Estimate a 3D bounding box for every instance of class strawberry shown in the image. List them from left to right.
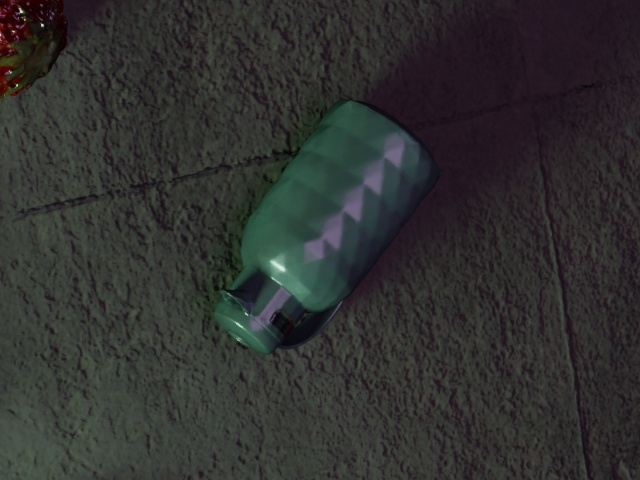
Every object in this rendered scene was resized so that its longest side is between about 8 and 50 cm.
[{"bbox_3d":[-0.309,-0.207,1.763,0.145,0.086,0.145,-40,152,-27],"label":"strawberry"}]

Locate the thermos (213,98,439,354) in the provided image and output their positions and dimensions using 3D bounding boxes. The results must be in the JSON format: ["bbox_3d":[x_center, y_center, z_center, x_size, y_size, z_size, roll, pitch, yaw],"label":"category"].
[{"bbox_3d":[0.000,0.000,1.938,0.286,0.145,0.182,-53,147,-11],"label":"thermos"}]
